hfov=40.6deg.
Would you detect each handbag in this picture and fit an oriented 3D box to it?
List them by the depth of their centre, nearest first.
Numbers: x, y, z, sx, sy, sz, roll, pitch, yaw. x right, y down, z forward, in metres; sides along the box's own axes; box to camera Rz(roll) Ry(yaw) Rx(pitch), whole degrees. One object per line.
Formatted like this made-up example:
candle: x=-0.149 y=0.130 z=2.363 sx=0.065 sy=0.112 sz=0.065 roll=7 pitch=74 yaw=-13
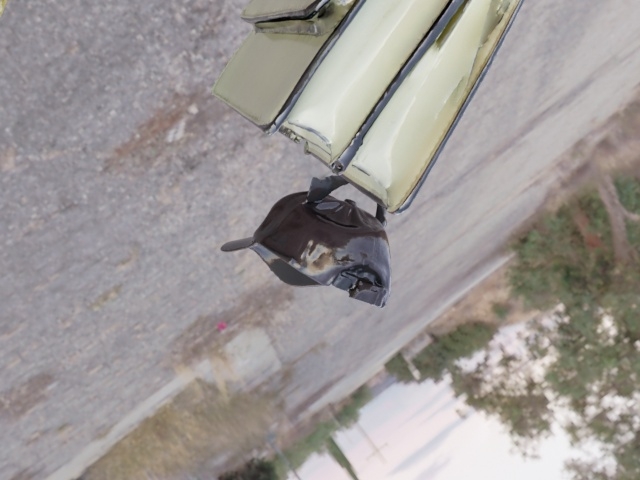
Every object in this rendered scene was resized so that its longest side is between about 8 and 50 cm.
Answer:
handbag: x=0.026 y=-0.192 z=0.821 sx=0.237 sy=0.160 sz=0.358 roll=-55 pitch=-160 yaw=4

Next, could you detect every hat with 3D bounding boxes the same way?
hat: x=-0.007 y=-0.026 z=1.466 sx=0.238 sy=0.336 sz=0.209 roll=26 pitch=80 yaw=-43

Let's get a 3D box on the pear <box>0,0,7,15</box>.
pear: x=-0.659 y=-0.445 z=1.559 sx=0.178 sy=0.178 sz=0.178 roll=-37 pitch=173 yaw=-5
